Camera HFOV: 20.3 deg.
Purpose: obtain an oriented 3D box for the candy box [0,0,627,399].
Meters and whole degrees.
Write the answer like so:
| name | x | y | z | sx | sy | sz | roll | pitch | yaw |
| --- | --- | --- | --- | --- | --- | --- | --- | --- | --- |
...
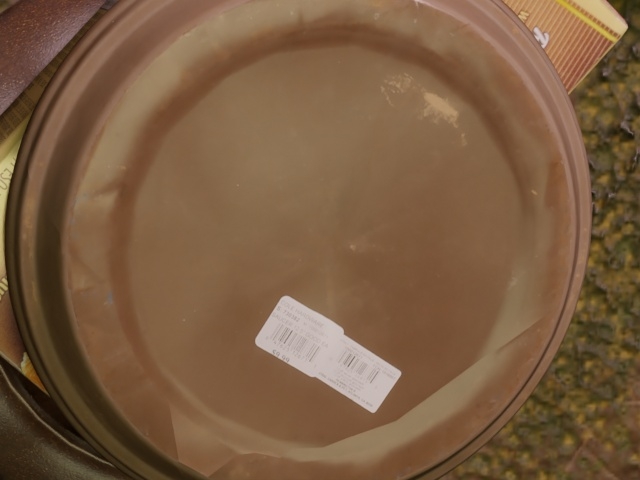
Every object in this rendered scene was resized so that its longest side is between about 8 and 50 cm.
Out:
| name | x | y | z | sx | sy | sz | roll | pitch | yaw |
| --- | --- | --- | --- | --- | --- | --- | --- | --- | --- |
| candy box | -0.029 | -0.052 | 0.850 | 0.183 | 0.087 | 0.316 | 43 | 87 | -18 |

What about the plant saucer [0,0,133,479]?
| name | x | y | z | sx | sy | sz | roll | pitch | yaw |
| --- | --- | --- | --- | --- | --- | --- | --- | --- | --- |
| plant saucer | -0.066 | 0.006 | 0.926 | 0.311 | 0.050 | 0.310 | -2 | 98 | -16 |

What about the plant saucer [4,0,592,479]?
| name | x | y | z | sx | sy | sz | roll | pitch | yaw |
| --- | --- | --- | --- | --- | --- | --- | --- | --- | --- |
| plant saucer | 0.000 | 0.000 | 0.801 | 0.278 | 0.041 | 0.277 | -4 | 103 | -16 |
